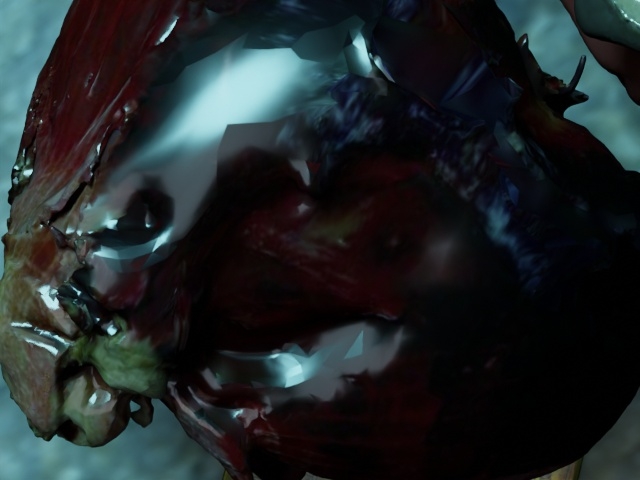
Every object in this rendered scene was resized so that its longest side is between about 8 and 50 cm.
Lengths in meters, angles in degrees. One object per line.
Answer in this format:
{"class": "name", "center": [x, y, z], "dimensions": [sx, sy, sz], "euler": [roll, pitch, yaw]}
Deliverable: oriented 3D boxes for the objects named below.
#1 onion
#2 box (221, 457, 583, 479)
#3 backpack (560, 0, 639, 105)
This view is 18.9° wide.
{"class": "onion", "center": [0.011, -0.010, 0.767], "dimensions": [0.281, 0.281, 0.221], "euler": [56, 136, 5]}
{"class": "box", "center": [0.036, 0.101, 0.859], "dimensions": [0.156, 0.022, 0.089], "euler": [16, 97, 12]}
{"class": "backpack", "center": [0.209, -0.104, 0.752], "dimensions": [0.229, 0.139, 0.229], "euler": [0, 80, 1]}
